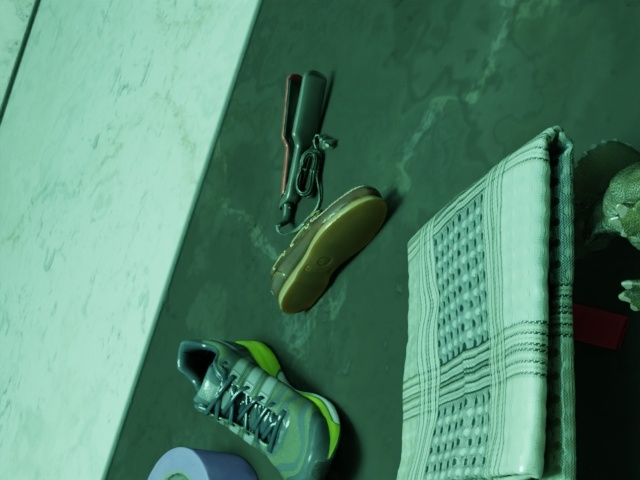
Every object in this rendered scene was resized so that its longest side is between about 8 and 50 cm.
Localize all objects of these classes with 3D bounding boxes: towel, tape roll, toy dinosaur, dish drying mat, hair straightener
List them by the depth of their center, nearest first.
[{"bbox_3d":[0.297,-0.035,0.633,0.314,0.121,0.160,-12,32,36],"label":"toy dinosaur"},{"bbox_3d":[0.128,0.103,0.768,0.312,0.056,0.324,135,141,-68],"label":"towel"},{"bbox_3d":[0.234,0.074,0.772,0.083,0.008,0.032,12,85,56],"label":"dish drying mat"},{"bbox_3d":[-0.157,0.364,1.112,0.189,0.080,0.188,-25,57,45],"label":"tape roll"},{"bbox_3d":[-0.024,-0.119,1.167,0.089,0.047,0.230,-2,74,53],"label":"hair straightener"}]

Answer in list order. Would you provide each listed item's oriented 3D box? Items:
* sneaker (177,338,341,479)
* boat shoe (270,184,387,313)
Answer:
[{"bbox_3d":[-0.084,0.204,1.045,0.300,0.121,0.111,29,99,54],"label":"sneaker"},{"bbox_3d":[0.000,0.000,1.062,0.207,0.073,0.073,-48,44,30],"label":"boat shoe"}]
